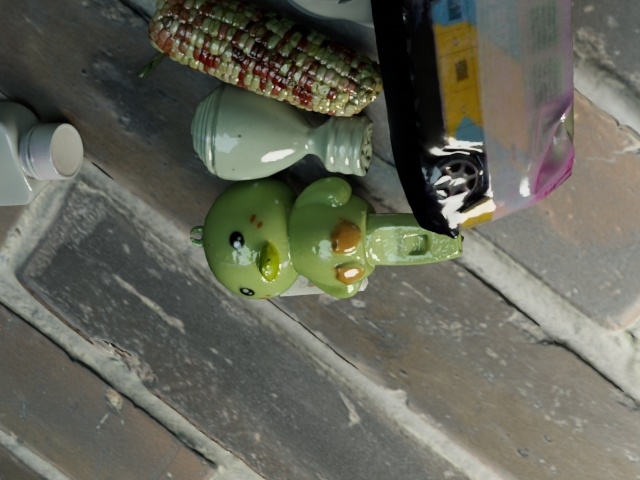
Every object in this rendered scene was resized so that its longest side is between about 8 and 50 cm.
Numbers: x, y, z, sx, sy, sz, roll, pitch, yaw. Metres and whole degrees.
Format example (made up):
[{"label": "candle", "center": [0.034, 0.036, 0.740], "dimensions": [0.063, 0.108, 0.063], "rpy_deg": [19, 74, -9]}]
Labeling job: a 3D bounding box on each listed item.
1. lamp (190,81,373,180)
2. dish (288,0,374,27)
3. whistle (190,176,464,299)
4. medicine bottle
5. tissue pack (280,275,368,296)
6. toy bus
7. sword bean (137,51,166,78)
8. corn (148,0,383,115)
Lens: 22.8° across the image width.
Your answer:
[{"label": "lamp", "center": [-0.042, -0.111, 1.655], "dimensions": [0.193, 0.106, 0.106], "rpy_deg": [6, 125, 10]}, {"label": "dish", "center": [0.014, -0.288, 1.509], "dimensions": [0.229, 0.081, 0.229], "rpy_deg": [14, 128, 18]}, {"label": "whistle", "center": [-0.006, 0.005, 1.681], "dimensions": [0.294, 0.141, 0.141], "rpy_deg": [6, 125, 28]}, {"label": "medicine bottle", "center": [-0.368, -0.100, 1.837], "dimensions": [0.183, 0.069, 0.119], "rpy_deg": [0, 121, 28]}, {"label": "tissue pack", "center": [-0.004, 0.033, 1.779], "dimensions": [0.108, 0.023, 0.056], "rpy_deg": [-6, 118, 29]}, {"label": "toy bus", "center": [0.139, -0.191, 1.429], "dimensions": [0.162, 0.171, 0.386], "rpy_deg": [-14, 125, -6]}, {"label": "sword bean", "center": [-0.170, -0.198, 1.709], "dimensions": [0.012, 0.012, 0.083], "rpy_deg": [48, 130, -10]}, {"label": "corn", "center": [-0.055, -0.189, 1.610], "dimensions": [0.253, 0.086, 0.086], "rpy_deg": [22, 129, 8]}]
